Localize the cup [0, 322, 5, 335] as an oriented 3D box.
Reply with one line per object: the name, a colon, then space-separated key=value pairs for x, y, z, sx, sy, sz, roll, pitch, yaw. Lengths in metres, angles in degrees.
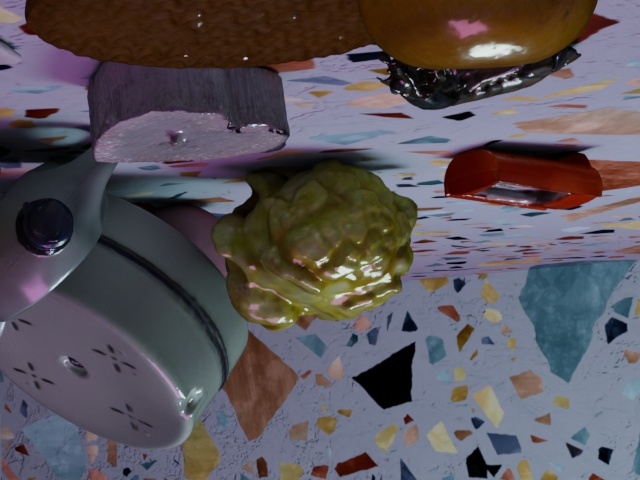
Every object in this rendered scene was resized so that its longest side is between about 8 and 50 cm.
cup: x=-0.511 y=0.019 z=1.654 sx=0.327 sy=0.237 sz=0.323 roll=5 pitch=140 yaw=-43

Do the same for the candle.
candle: x=-0.126 y=-0.107 z=1.260 sx=0.168 sy=0.068 sz=0.192 roll=-10 pitch=169 yaw=29

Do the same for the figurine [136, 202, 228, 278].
figurine: x=-0.192 y=0.035 z=2.027 sx=0.173 sy=0.173 sz=0.173 roll=-3 pitch=173 yaw=0

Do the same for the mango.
mango: x=0.096 y=-0.149 z=0.891 sx=0.137 sy=0.098 sz=0.195 roll=-7 pitch=179 yaw=14

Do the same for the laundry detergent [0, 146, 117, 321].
laundry detergent: x=-0.279 y=-0.018 z=1.524 sx=0.105 sy=0.215 sz=0.280 roll=41 pitch=162 yaw=-7

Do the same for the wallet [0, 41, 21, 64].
wallet: x=-0.258 y=-0.145 z=1.125 sx=0.044 sy=0.011 sz=0.083 roll=-4 pitch=174 yaw=10

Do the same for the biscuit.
biscuit: x=-0.066 y=-0.157 z=0.990 sx=0.262 sy=0.037 sz=0.262 roll=-3 pitch=174 yaw=0

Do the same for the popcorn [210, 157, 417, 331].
popcorn: x=0.000 y=0.000 z=1.781 sx=0.255 sy=0.195 sz=0.256 roll=-12 pitch=175 yaw=-5

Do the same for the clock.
clock: x=0.233 y=-0.074 z=1.749 sx=0.155 sy=0.061 sz=0.113 roll=5 pitch=171 yaw=-29

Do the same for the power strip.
power strip: x=-0.278 y=0.096 z=1.882 sx=0.357 sy=0.161 sz=0.357 roll=22 pitch=147 yaw=16

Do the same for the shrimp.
shrimp: x=0.129 y=-0.139 z=1.207 sx=0.150 sy=0.051 sz=0.217 roll=-9 pitch=179 yaw=25
